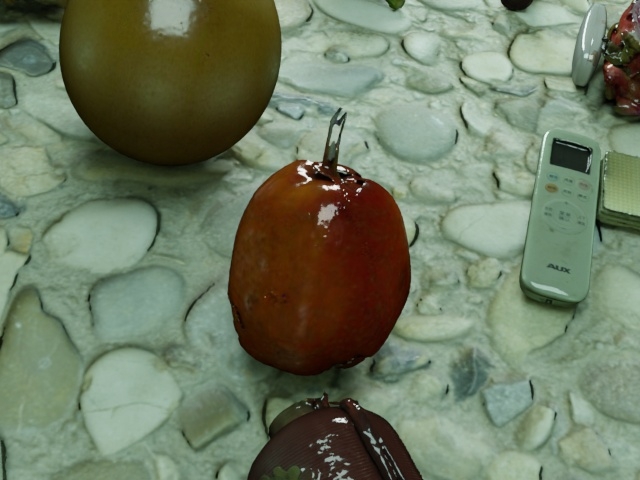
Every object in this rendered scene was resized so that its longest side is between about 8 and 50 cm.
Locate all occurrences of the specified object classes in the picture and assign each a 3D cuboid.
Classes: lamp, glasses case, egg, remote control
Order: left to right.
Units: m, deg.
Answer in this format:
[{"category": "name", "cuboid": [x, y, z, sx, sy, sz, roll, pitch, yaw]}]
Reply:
[{"category": "egg", "cuboid": [-0.190, -0.254, 1.320, 0.282, 0.283, 0.351, 6, 48, -2]}, {"category": "lamp", "cuboid": [0.031, 0.267, 0.977, 0.180, 0.180, 0.258, -18, 53, -21]}, {"category": "remote control", "cuboid": [0.321, -0.035, 1.360, 0.090, 0.038, 0.310, 15, 49, 5]}, {"category": "glasses case", "cuboid": [0.416, -0.304, 1.582, 0.041, 0.063, 0.164, 15, 49, 8]}]

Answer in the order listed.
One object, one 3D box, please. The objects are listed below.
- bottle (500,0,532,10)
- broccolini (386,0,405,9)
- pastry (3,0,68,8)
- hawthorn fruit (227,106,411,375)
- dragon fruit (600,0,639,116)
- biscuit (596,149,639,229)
[{"category": "bottle", "cuboid": [0.328, -0.454, 1.702, 0.060, 0.060, 0.164, 11, 49, 2]}, {"category": "broccolini", "cuboid": [0.046, -0.440, 1.665, 0.058, 0.067, 0.216, -34, 70, -26]}, {"category": "pastry", "cuboid": [-0.414, -0.458, 1.545, 0.310, 0.162, 0.255, -3, 58, 1]}, {"category": "hawthorn fruit", "cuboid": [0.000, 0.000, 1.137, 0.211, 0.299, 0.211, 3, 17, -1]}, {"category": "dragon fruit", "cuboid": [0.517, -0.277, 1.534, 0.282, 0.147, 0.211, -17, 63, -18]}, {"category": "biscuit", "cuboid": [0.478, -0.053, 1.393, 0.199, 0.041, 0.121, 14, 47, 3]}]
